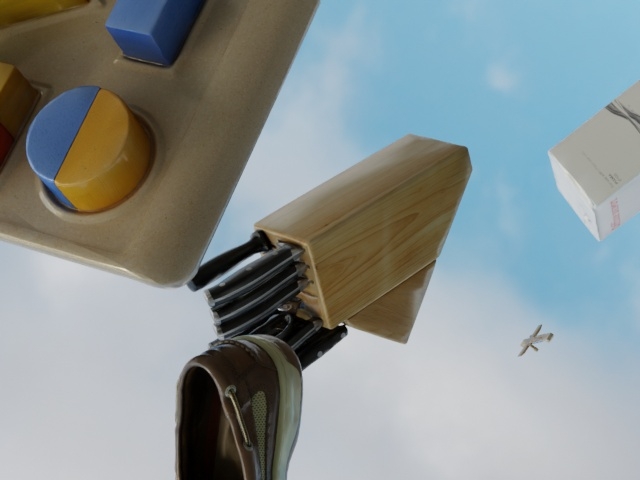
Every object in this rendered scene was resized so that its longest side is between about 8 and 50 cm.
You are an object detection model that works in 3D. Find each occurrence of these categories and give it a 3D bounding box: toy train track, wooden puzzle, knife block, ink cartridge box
[{"bbox_3d":[0.258,0.120,1.564,0.014,0.083,0.048,38,-105,-4],"label":"toy train track"},{"bbox_3d":[-0.213,-0.150,1.122,0.348,0.080,0.322,17,-111,18],"label":"wooden puzzle"},{"bbox_3d":[0.000,0.000,1.247,0.242,0.275,0.088,23,178,-43],"label":"knife block"},{"bbox_3d":[0.481,-0.146,1.940,0.117,0.283,0.207,53,-177,19],"label":"ink cartridge box"}]

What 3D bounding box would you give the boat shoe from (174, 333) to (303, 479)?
[{"bbox_3d":[-0.072,0.197,0.944,0.095,0.257,0.095,0,-177,36],"label":"boat shoe"}]
